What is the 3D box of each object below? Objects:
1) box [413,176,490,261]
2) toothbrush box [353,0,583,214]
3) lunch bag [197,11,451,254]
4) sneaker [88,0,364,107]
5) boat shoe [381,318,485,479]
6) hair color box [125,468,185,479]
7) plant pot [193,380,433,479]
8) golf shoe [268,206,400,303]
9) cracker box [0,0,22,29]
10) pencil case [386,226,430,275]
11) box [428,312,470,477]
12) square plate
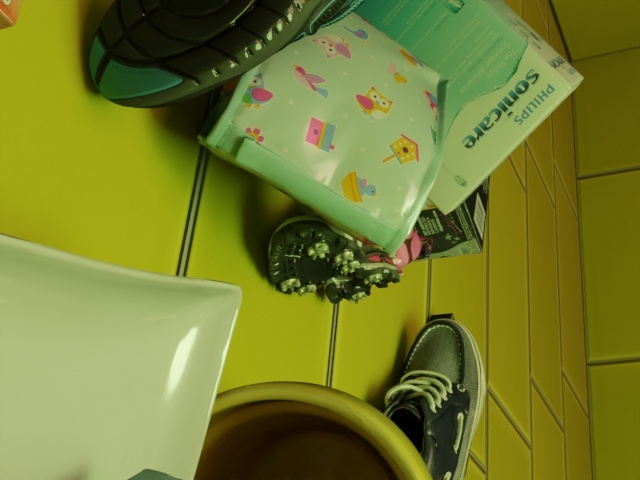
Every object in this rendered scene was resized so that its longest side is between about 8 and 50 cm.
[{"bbox_3d":[0.167,-0.110,1.473,0.247,0.142,0.163,-75,148,-41],"label":"box"},{"bbox_3d":[0.133,-0.214,1.185,0.295,0.216,0.126,45,26,6],"label":"toothbrush box"},{"bbox_3d":[0.005,-0.115,0.995,0.223,0.160,0.262,32,38,-13],"label":"lunch bag"},{"bbox_3d":[-0.043,-0.209,0.870,0.125,0.341,0.139,55,-7,16],"label":"sneaker"},{"bbox_3d":[0.144,0.221,1.309,0.158,0.127,0.340,65,28,-48],"label":"boat shoe"},{"bbox_3d":[-0.069,0.350,0.587,0.113,0.185,0.374,-15,113,-68],"label":"hair color box"},{"bbox_3d":[-0.018,0.244,0.829,0.239,0.254,0.254,35,48,-80],"label":"plant pot"},{"bbox_3d":[0.000,0.000,1.138,0.273,0.105,0.120,27,40,-67],"label":"golf shoe"},{"bbox_3d":[-0.256,-0.276,0.667,0.156,0.067,0.232,48,39,-52],"label":"cracker box"},{"bbox_3d":[0.068,-0.055,1.289,0.098,0.095,0.209,-75,144,-54],"label":"pencil case"},{"bbox_3d":[0.200,0.243,1.541,0.190,0.045,0.184,69,29,-28],"label":"box"},{"bbox_3d":[-0.176,0.172,0.568,0.347,0.049,0.344,22,83,-69],"label":"square plate"}]
